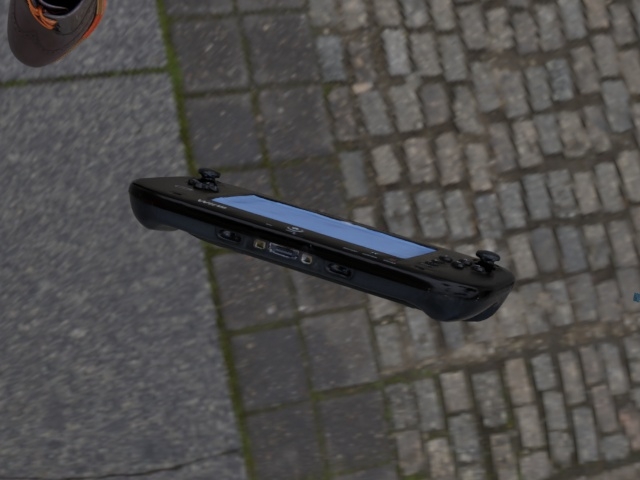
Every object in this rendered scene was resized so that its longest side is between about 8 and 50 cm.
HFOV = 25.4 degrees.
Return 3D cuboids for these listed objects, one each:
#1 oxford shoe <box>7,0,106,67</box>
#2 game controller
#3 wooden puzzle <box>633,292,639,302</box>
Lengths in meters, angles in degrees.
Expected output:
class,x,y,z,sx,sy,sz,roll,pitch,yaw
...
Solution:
class,x,y,z,sx,sy,sz,roll,pitch,yaw
oxford shoe,-0.251,-0.236,1.320,0.097,0.271,0.098,34,52,-5
game controller,0.000,0.000,1.180,0.319,0.166,0.067,16,90,18
wooden puzzle,0.374,0.061,1.567,0.006,0.083,0.049,4,75,-31
